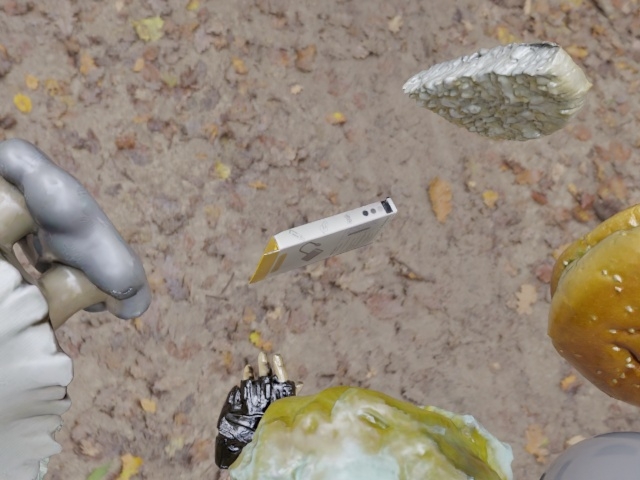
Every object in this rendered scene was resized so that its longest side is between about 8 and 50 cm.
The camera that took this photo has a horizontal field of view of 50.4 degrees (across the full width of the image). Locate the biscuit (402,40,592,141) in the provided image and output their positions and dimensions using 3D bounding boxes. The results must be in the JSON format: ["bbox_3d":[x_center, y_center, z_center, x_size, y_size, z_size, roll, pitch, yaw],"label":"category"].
[{"bbox_3d":[0.265,-0.211,0.992,0.179,0.281,0.084,35,76,-35],"label":"biscuit"}]

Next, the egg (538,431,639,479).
[{"bbox_3d":[0.239,0.239,0.472,0.176,0.232,0.176,0,106,0],"label":"egg"}]

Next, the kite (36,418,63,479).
[{"bbox_3d":[-0.299,0.278,0.672,0.405,0.368,0.014,16,105,-14],"label":"kite"}]

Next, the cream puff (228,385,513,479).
[{"bbox_3d":[0.071,0.365,0.814,0.378,0.276,0.378,-11,48,12],"label":"cream puff"}]

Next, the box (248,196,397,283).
[{"bbox_3d":[0.000,0.000,1.119,0.247,0.129,0.033,-18,72,-25],"label":"box"}]

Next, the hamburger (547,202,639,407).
[{"bbox_3d":[0.469,0.095,0.917,0.289,0.314,0.170,35,43,-8],"label":"hamburger"}]

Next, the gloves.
[{"bbox_3d":[-0.108,0.304,1.236,0.164,0.204,0.124,3,21,-37],"label":"gloves"}]

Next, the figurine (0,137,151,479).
[{"bbox_3d":[-0.241,0.108,0.253,0.387,0.166,0.207,-45,116,-30],"label":"figurine"}]
